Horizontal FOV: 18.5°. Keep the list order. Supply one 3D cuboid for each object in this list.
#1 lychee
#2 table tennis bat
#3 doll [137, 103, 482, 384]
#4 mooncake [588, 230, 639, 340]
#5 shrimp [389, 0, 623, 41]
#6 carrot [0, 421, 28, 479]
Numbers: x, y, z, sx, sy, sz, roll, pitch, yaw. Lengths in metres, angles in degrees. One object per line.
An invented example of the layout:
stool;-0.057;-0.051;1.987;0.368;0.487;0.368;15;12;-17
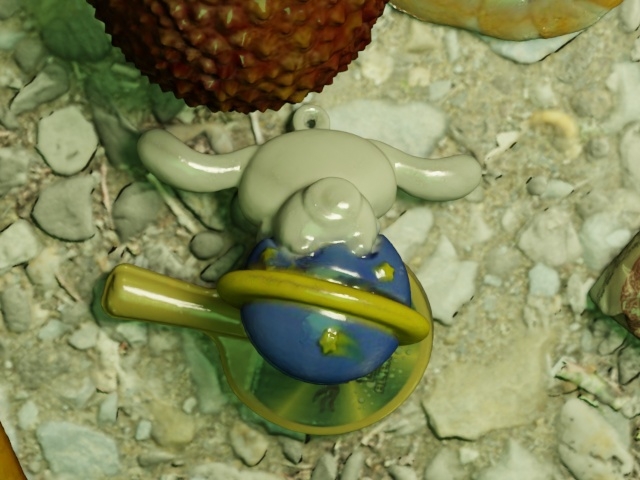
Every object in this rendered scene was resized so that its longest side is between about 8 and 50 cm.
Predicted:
lychee;-0.070;-0.242;1.623;0.275;0.304;0.276;3;71;-8
table tennis bat;-0.048;0.078;1.858;0.320;0.050;0.198;13;105;-12
doll;-0.025;-0.005;1.744;0.311;0.159;0.243;17;88;-4
mooncake;0.338;0.045;1.860;0.130;0.073;0.125;32;103;-17
shrimp;0.194;-0.267;1.749;0.287;0.068;0.185;-32;106;17
carrot;-0.314;0.268;1.869;0.114;0.114;0.302;-19;109;2
